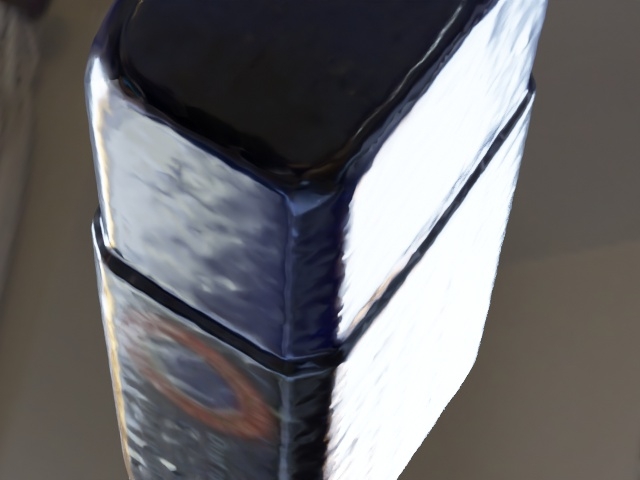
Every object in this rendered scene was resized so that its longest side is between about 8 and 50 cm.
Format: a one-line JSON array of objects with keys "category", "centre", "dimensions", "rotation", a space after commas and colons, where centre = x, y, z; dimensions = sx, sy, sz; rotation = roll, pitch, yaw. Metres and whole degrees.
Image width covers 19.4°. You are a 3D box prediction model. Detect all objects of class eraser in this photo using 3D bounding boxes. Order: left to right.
[{"category": "eraser", "centre": [0.000, 0.000, 0.658], "dimensions": [0.101, 0.155, 0.332], "rotation": [32, -26, 14]}]
